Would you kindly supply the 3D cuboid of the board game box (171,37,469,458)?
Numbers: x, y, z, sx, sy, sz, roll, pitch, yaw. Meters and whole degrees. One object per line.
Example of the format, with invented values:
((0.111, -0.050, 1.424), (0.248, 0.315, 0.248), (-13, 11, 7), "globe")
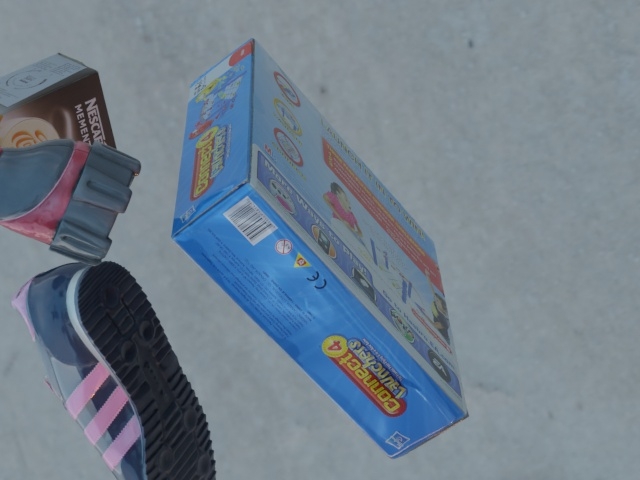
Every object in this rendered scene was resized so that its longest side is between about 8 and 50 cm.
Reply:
((0.000, 0.000, 1.290), (0.086, 0.302, 0.308), (-35, 115, 17), "board game box")

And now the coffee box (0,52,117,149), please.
((-0.390, -0.121, 1.735), (0.098, 0.246, 0.141), (26, 136, 43), "coffee box")

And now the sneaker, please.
((-0.208, 0.163, 1.404), (0.131, 0.112, 0.319), (-3, 114, 36), "sneaker")

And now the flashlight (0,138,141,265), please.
((-0.305, -0.078, 1.138), (0.103, 0.304, 0.103), (-69, 13, -14), "flashlight")
